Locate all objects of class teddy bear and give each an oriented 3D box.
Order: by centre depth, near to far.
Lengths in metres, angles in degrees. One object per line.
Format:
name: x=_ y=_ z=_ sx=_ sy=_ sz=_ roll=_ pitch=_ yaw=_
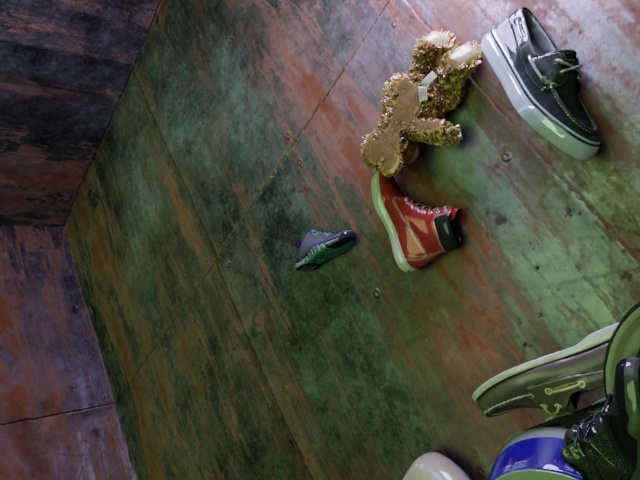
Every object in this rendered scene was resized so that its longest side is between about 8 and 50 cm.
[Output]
teddy bear: x=0.220 y=-0.290 z=1.296 sx=0.245 sy=0.113 sz=0.338 roll=20 pitch=95 yaw=37

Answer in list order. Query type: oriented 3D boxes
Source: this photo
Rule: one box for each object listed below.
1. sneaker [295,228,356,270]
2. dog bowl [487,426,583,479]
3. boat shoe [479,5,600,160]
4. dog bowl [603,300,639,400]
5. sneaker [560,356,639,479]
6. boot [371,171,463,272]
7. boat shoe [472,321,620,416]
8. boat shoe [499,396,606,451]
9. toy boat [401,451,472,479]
sneaker: x=0.000 y=0.000 z=1.541 sx=0.223 sy=0.083 sz=0.098 roll=-31 pitch=62 yaw=44
dog bowl: x=0.406 y=0.447 z=0.986 sx=0.264 sy=0.104 sz=0.265 roll=15 pitch=121 yaw=27
boat shoe: x=0.402 y=-0.293 z=1.069 sx=0.119 sy=0.121 sz=0.335 roll=-51 pitch=52 yaw=39
dog bowl: x=0.592 y=0.194 z=0.753 sx=0.407 sy=0.150 sz=0.408 roll=25 pitch=128 yaw=36
sneaker: x=0.391 y=0.257 z=0.822 sx=0.130 sy=0.087 sz=0.228 roll=5 pitch=120 yaw=39
boot: x=0.216 y=-0.074 z=1.306 sx=0.176 sy=0.088 sz=0.244 roll=-33 pitch=69 yaw=38
boat shoe: x=0.414 y=0.240 z=1.018 sx=0.324 sy=0.116 sz=0.097 roll=-32 pitch=61 yaw=24
boat shoe: x=0.445 y=0.349 z=1.032 sx=0.302 sy=0.091 sz=0.114 roll=-43 pitch=59 yaw=38
toy boat: x=0.275 y=0.603 z=1.198 sx=0.318 sy=0.148 sz=0.268 roll=36 pitch=111 yaw=50
